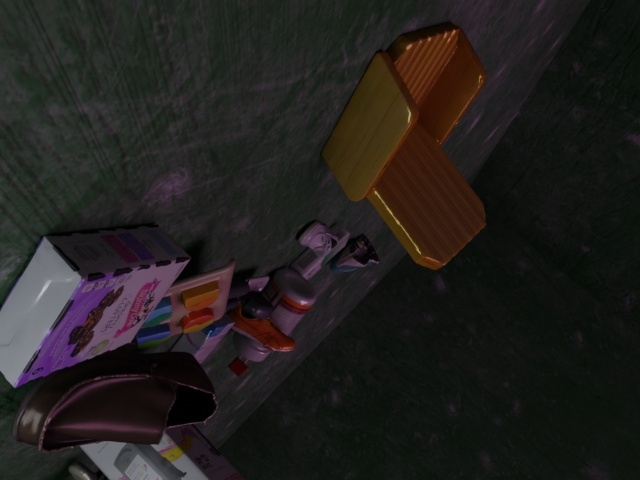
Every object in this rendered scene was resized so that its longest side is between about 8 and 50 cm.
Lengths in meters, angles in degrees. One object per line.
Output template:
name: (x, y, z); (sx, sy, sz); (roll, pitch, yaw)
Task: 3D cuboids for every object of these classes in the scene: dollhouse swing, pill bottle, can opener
dollhouse swing: (0.236, -0.180, 1.164); (0.347, 0.305, 0.315); (-33, 161, -48)
pill bottle: (-0.117, 0.185, 1.503); (0.221, 0.121, 0.121); (-53, 167, 20)
can opener: (-0.165, 0.113, 1.215); (0.074, 0.093, 0.280); (-52, 162, 12)

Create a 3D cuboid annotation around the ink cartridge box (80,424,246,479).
ink cartridge box: (-0.293, 0.404, 1.141); (0.131, 0.306, 0.226); (-47, 168, -8)

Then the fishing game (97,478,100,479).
fishing game: (-0.635, 0.696, 1.502); (0.264, 0.041, 0.189); (-46, 170, -12)

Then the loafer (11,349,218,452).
loafer: (-0.287, 0.248, 0.950); (0.366, 0.130, 0.134); (2, 113, -58)

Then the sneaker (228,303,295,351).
sneaker: (-0.129, 0.202, 1.410); (0.067, 0.175, 0.064); (-57, -164, 13)

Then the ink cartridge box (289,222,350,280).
ink cartridge box: (-0.013, 0.068, 1.665); (0.181, 0.056, 0.225); (-42, 165, -23)

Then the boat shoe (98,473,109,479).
boat shoe: (-0.457, 0.568, 1.531); (0.319, 0.116, 0.099); (-47, 163, -24)

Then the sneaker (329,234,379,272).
sneaker: (0.112, 0.052, 2.000); (0.110, 0.107, 0.275); (-32, 170, 23)

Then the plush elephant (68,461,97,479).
plush elephant: (-0.493, 0.617, 1.233); (0.255, 0.272, 0.330); (-52, 180, 23)

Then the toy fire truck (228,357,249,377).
toy fire truck: (-0.192, 0.315, 1.821); (0.192, 0.047, 0.135); (-45, 168, -19)

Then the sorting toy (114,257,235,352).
sorting toy: (-0.233, 0.119, 0.985); (0.208, 0.038, 0.193); (-22, 157, -25)

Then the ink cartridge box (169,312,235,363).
ink cartridge box: (-0.248, 0.204, 1.277); (0.122, 0.052, 0.088); (-52, 167, 10)

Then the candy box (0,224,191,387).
candy box: (-0.271, 0.069, 0.732); (0.165, 0.070, 0.196); (-52, 167, 18)

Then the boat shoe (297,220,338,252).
boat shoe: (0.000, 0.000, 1.467); (0.066, 0.063, 0.184); (-49, 168, 5)
